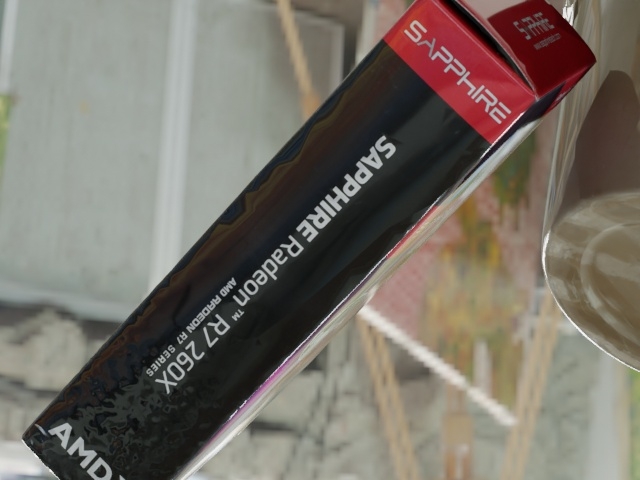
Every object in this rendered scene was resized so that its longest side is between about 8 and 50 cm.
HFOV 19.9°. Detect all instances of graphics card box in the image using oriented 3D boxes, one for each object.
[{"bbox_3d":[0.000,0.000,1.106,0.371,0.094,0.233,-46,176,18],"label":"graphics card box"}]

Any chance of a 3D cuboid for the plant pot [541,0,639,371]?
[{"bbox_3d":[0.284,-0.060,1.210,0.323,0.280,0.323,19,144,15],"label":"plant pot"}]
